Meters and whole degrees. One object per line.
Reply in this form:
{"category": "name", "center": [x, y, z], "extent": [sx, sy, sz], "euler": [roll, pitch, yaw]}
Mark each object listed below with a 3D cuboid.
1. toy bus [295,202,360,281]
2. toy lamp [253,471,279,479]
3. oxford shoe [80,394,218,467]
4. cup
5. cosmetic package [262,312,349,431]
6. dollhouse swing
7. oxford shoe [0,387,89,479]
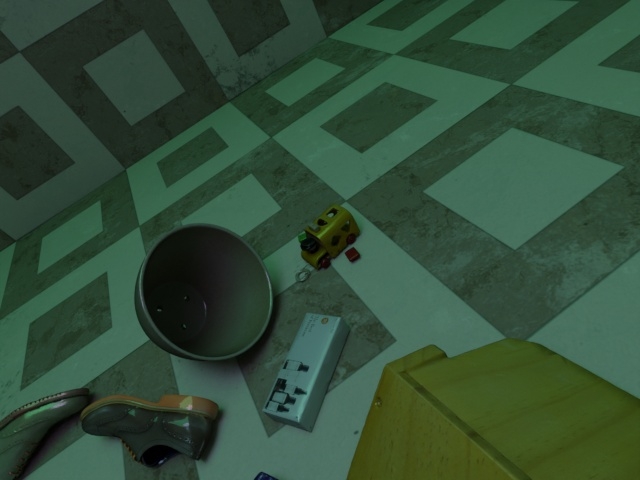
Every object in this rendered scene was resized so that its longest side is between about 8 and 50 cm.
{"category": "toy bus", "center": [0.005, -0.010, 1.142], "extent": [0.191, 0.104, 0.202], "euler": [-14, 43, 20]}
{"category": "toy lamp", "center": [-0.142, 0.537, 0.695], "extent": [0.080, 0.080, 0.274], "euler": [2, 50, 33]}
{"category": "oxford shoe", "center": [-0.407, 0.427, 0.935], "extent": [0.364, 0.130, 0.132], "euler": [-12, 50, 21]}
{"category": "cup", "center": [-0.322, 0.154, 1.053], "extent": [0.237, 0.331, 0.331], "euler": [-31, 32, 43]}
{"category": "cosmetic package", "center": [-0.026, 0.275, 0.905], "extent": [0.099, 0.060, 0.239], "euler": [2, 50, 32]}
{"category": "dollhouse swing", "center": [0.285, 0.346, 0.618], "extent": [0.347, 0.305, 0.315], "euler": [31, 108, 54]}
{"category": "oxford shoe", "center": [-0.776, 0.529, 1.082], "extent": [0.397, 0.140, 0.146], "euler": [-31, 71, -8]}
